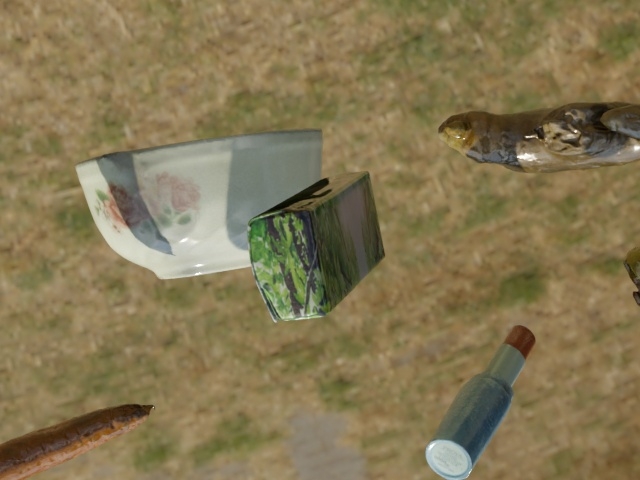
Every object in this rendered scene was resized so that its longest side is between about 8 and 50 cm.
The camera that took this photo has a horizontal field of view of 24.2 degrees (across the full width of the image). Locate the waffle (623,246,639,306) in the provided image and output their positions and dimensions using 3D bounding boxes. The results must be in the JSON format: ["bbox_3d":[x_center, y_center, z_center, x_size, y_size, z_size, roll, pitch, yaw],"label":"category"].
[{"bbox_3d":[0.287,0.128,0.921,0.069,0.260,0.293,-37,139,-11],"label":"waffle"}]

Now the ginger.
[{"bbox_3d":[0.300,-0.116,1.684,0.333,0.080,0.166,1,179,24],"label":"ginger"}]

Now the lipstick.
[{"bbox_3d":[0.203,0.183,1.798,0.068,0.061,0.274,-40,-175,40],"label":"lipstick"}]

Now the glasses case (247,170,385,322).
[{"bbox_3d":[0.000,0.000,1.363,0.062,0.095,0.272,-9,-173,14],"label":"glasses case"}]

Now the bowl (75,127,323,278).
[{"bbox_3d":[-0.124,-0.037,1.641,0.277,0.145,0.277,-9,-177,1],"label":"bowl"}]

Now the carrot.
[{"bbox_3d":[-0.273,0.210,1.521,0.224,0.057,0.057,-21,149,-12],"label":"carrot"}]
